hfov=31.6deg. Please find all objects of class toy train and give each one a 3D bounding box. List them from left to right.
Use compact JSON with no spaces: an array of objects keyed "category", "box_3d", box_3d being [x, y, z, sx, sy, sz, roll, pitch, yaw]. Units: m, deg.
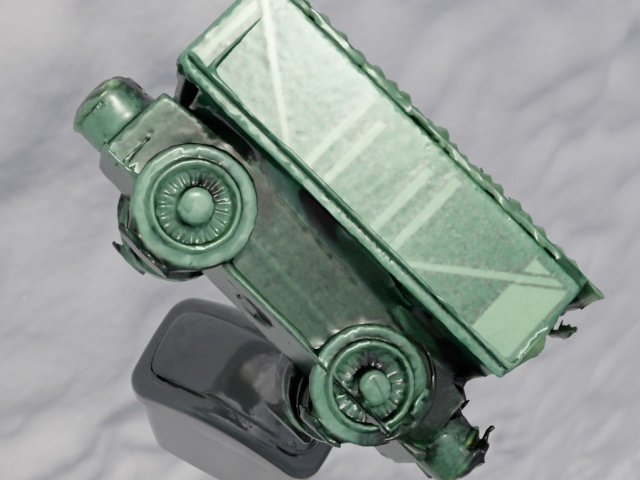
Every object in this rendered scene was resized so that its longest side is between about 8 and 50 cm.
[{"category":"toy train","box_3d":[0.000,0.000,0.584,0.154,0.269,0.115,-46,-179,-17]}]

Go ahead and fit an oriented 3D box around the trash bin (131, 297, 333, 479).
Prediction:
[{"category":"trash bin","box_3d":[-0.070,0.149,0.995,0.101,0.177,0.236,-62,173,-24]}]
